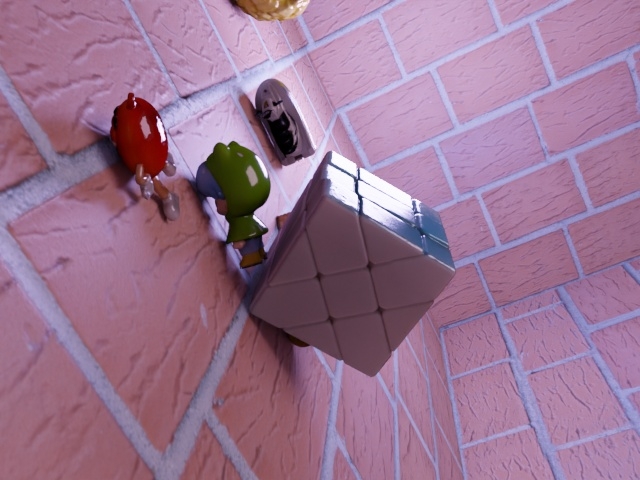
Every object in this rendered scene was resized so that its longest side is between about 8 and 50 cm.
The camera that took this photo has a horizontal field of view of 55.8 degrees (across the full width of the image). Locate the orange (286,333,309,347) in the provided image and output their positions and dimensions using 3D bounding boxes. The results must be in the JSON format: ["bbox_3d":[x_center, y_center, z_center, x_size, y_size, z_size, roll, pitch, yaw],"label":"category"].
[{"bbox_3d":[-0.040,0.202,1.392,0.085,0.085,0.095,64,12,-11],"label":"orange"}]

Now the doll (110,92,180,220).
[{"bbox_3d":[-0.294,-0.150,1.017,0.217,0.085,0.183,78,1,-59],"label":"doll"}]

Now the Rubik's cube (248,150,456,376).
[{"bbox_3d":[0.068,0.042,1.338,0.322,0.319,0.316,29,23,-8],"label":"Rubik's cube"}]

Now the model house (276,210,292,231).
[{"bbox_3d":[0.000,0.000,1.673,0.183,0.172,0.166,49,22,-53],"label":"model house"}]

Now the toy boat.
[{"bbox_3d":[-0.124,-0.367,1.890,0.269,0.141,0.141,60,16,-19],"label":"toy boat"}]

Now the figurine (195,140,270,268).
[{"bbox_3d":[-0.168,-0.078,1.271,0.162,0.143,0.263,-36,113,-70],"label":"figurine"}]

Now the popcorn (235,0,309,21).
[{"bbox_3d":[-0.203,-0.975,2.169,0.390,0.354,0.344,29,29,20],"label":"popcorn"}]
